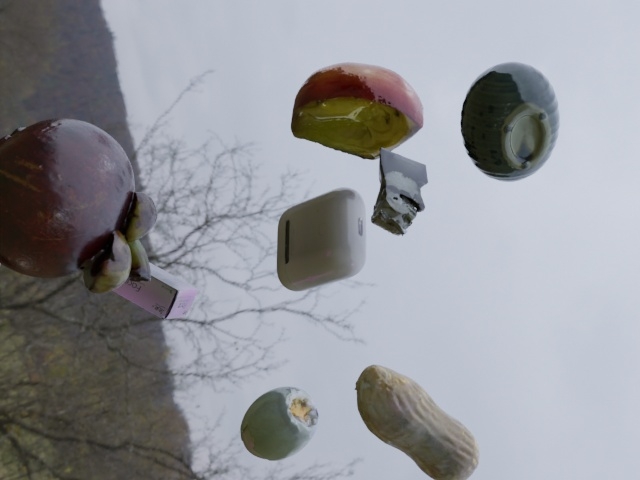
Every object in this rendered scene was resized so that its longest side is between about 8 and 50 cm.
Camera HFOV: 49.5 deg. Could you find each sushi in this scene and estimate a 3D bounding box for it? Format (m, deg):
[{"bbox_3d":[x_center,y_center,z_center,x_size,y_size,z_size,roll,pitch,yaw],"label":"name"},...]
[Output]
[{"bbox_3d":[0.174,-0.081,1.634,0.109,0.134,0.273,126,-23,-43],"label":"sushi"}]

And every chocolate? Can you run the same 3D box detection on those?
[{"bbox_3d":[0.184,0.360,1.339,0.309,0.134,0.134,45,-13,-14],"label":"chocolate"}]

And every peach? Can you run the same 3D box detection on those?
[{"bbox_3d":[0.122,-0.404,2.070,0.306,0.380,0.243,104,4,-62],"label":"peach"}]

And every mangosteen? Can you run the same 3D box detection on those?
[{"bbox_3d":[-0.321,-0.032,0.908,0.257,0.215,0.215,46,-16,-9],"label":"mangosteen"}]

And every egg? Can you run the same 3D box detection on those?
[{"bbox_3d":[-0.120,0.498,1.870,0.217,0.183,0.183,-35,-113,28],"label":"egg"}]

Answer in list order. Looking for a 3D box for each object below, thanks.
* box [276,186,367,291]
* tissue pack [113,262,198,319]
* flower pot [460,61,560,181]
[{"bbox_3d":[-0.001,0.000,2.162,0.349,0.141,0.289,-19,-115,44],"label":"box"},{"bbox_3d":[-0.472,0.118,1.884,0.246,0.093,0.148,26,3,13],"label":"tissue pack"},{"bbox_3d":[0.372,-0.229,1.364,0.157,0.189,0.243,-107,-178,-57],"label":"flower pot"}]
